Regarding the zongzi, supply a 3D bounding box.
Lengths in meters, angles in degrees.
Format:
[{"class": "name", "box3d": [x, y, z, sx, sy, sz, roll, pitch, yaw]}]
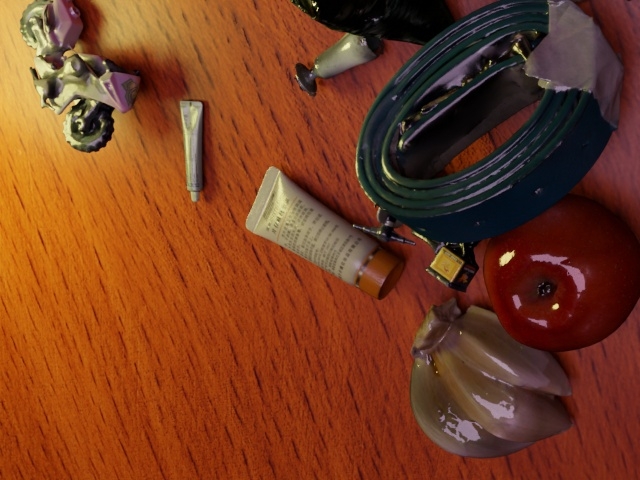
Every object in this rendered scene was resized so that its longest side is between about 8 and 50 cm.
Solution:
[{"class": "zongzi", "box3d": [0.080, -0.442, 1.766, 0.319, 0.362, 0.383, -46, 47, 29]}]

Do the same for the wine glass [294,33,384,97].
[{"class": "wine glass", "box3d": [0.030, -0.317, 1.873, 0.155, 0.072, 0.072, -28, 94, 28]}]

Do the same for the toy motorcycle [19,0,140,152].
[{"class": "toy motorcycle", "box3d": [-0.453, -0.337, 2.046, 0.188, 0.143, 0.327, -29, 78, 19]}]

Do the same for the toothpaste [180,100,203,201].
[{"class": "toothpaste", "box3d": [-0.244, -0.171, 2.060, 0.048, 0.029, 0.197, 4, 105, 19]}]

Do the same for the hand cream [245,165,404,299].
[{"class": "hand cream", "box3d": [0.000, 0.000, 1.977, 0.314, 0.089, 0.139, 34, 115, 15]}]

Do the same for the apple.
[{"class": "apple", "box3d": [0.389, 0.056, 1.753, 0.260, 0.216, 0.260, 9, 110, 25]}]

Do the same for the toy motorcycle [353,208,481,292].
[{"class": "toy motorcycle", "box3d": [0.177, -0.038, 1.848, 0.263, 0.091, 0.157, 36, 100, 39]}]

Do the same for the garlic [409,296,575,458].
[{"class": "garlic", "box3d": [0.283, 0.269, 1.917, 0.325, 0.132, 0.279, 45, 126, 11]}]

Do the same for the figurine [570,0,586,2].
[{"class": "figurine", "box3d": [0.400, -0.423, 1.690, 0.146, 0.081, 0.098, -23, 140, 23]}]

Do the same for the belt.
[{"class": "belt", "box3d": [0.268, -0.184, 1.686, 0.436, 0.173, 0.300, -40, 60, 17]}]
